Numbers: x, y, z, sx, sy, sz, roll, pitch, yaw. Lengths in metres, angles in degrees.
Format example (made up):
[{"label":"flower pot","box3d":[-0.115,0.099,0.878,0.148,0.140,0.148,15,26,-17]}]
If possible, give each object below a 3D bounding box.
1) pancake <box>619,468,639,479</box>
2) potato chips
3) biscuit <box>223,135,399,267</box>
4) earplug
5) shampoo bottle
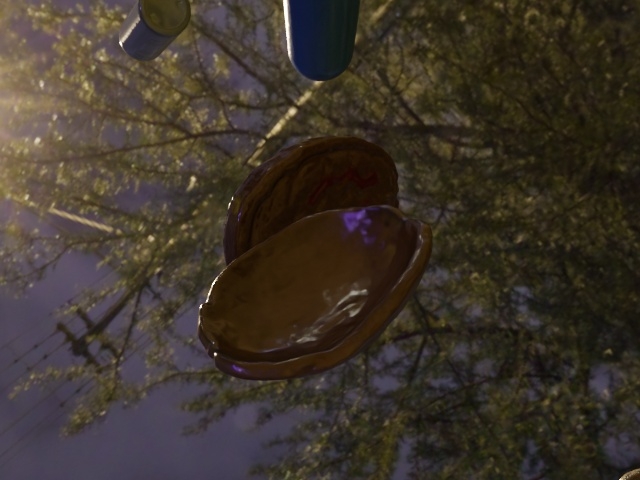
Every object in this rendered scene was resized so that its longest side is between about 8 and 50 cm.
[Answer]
[{"label":"pancake","box3d":[0.434,0.343,0.887,0.022,0.139,0.139,64,-174,-63]},{"label":"potato chips","box3d":[-0.001,0.048,0.588,0.062,0.195,0.208,67,-149,-33]},{"label":"biscuit","box3d":[0.001,0.001,0.857,0.273,0.257,0.049,-20,-148,-40]},{"label":"earplug","box3d":[0.002,-0.359,1.081,0.132,0.273,0.132,0,-128,0]},{"label":"shampoo bottle","box3d":[-0.196,-0.234,0.809,0.056,0.195,0.056,0,-90,-25]}]
